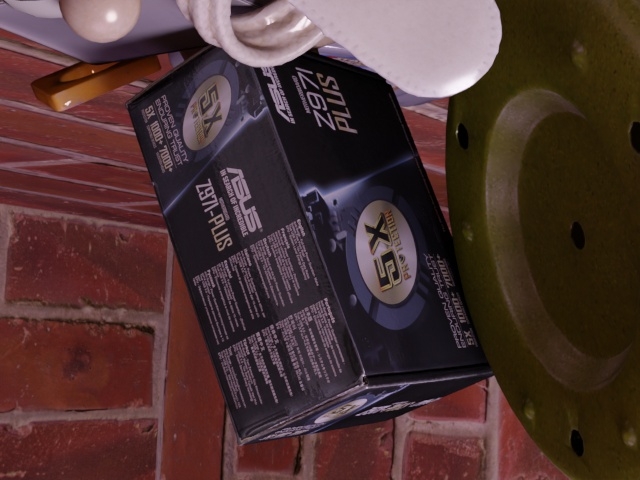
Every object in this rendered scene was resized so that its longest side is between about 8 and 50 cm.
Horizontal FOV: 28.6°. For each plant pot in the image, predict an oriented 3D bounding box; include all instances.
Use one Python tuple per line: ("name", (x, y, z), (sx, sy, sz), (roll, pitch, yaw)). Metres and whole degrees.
("plant pot", (0.261, -0.030, 0.586), (0.353, 0.366, 0.366), (-11, 179, -17))

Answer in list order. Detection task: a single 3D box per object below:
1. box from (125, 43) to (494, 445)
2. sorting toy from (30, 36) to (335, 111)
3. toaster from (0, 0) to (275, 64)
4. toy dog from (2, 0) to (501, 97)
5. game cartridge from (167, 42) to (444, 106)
("box", (0.000, 0.000, 0.633), (0.077, 0.180, 0.147), (-28, 163, 28))
("sorting toy", (0.005, -0.130, 0.732), (0.347, 0.047, 0.196), (-20, -159, -5))
("toaster", (-0.094, -0.184, 0.622), (0.185, 0.168, 0.110), (-2, 170, 35))
("toy dog", (0.058, -0.132, 0.412), (0.333, 0.161, 0.220), (-34, 150, 19))
("game cartridge", (0.022, -0.182, 1.216), (0.297, 0.062, 0.198), (5, 179, -24))
